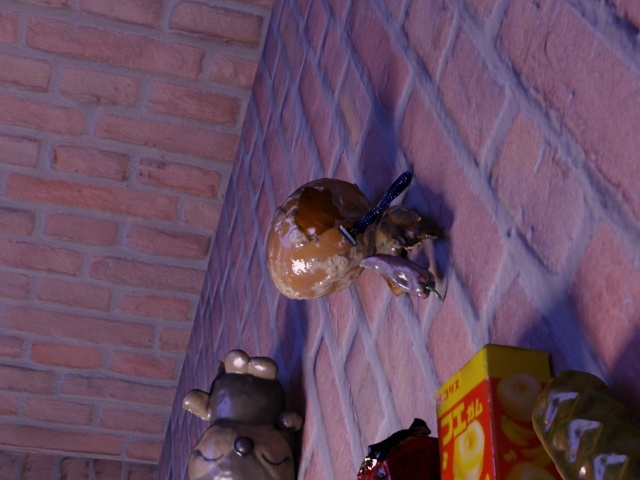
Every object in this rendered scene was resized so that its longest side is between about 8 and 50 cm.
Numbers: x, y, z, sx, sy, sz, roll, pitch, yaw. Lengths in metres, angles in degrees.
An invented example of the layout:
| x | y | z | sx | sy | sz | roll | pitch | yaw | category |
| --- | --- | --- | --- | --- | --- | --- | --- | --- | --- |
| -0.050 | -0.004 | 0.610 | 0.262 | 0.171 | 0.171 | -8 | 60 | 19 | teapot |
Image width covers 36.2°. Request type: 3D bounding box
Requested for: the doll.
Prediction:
| x | y | z | sx | sy | sz | roll | pitch | yaw | category |
| --- | --- | --- | --- | --- | --- | --- | --- | --- | --- |
| -0.145 | 0.458 | 2.111 | 0.378 | 0.252 | 0.382 | 56 | -143 | -63 | doll |

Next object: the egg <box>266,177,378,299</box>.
| x | y | z | sx | sy | sz | roll | pitch | yaw | category |
| --- | --- | --- | --- | --- | --- | --- | --- | --- | --- |
| 0.000 | 0.000 | 1.750 | 0.233 | 0.195 | 0.195 | -47 | 22 | 7 | egg |

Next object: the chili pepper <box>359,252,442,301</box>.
| x | y | z | sx | sy | sz | roll | pitch | yaw | category |
| --- | --- | --- | --- | --- | --- | --- | --- | --- | --- |
| 0.122 | 0.050 | 1.458 | 0.153 | 0.041 | 0.050 | 26 | 114 | 41 | chili pepper |

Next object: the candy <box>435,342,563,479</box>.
| x | y | z | sx | sy | sz | roll | pitch | yaw | category |
| --- | --- | --- | --- | --- | --- | --- | --- | --- | --- |
| 0.197 | 0.268 | 1.072 | 0.146 | 0.088 | 0.276 | 118 | 156 | -54 | candy |

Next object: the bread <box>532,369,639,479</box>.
| x | y | z | sx | sy | sz | roll | pitch | yaw | category |
| --- | --- | --- | --- | --- | --- | --- | --- | --- | --- |
| 0.263 | 0.207 | 0.865 | 0.087 | 0.098 | 0.269 | -35 | 25 | 5 | bread |

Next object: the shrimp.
| x | y | z | sx | sy | sz | roll | pitch | yaw | category |
| --- | --- | --- | --- | --- | --- | --- | --- | --- | --- |
| 0.126 | 0.021 | 1.545 | 0.254 | 0.059 | 0.145 | -141 | 59 | -73 | shrimp |

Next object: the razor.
| x | y | z | sx | sy | sz | roll | pitch | yaw | category |
| --- | --- | --- | --- | --- | --- | --- | --- | --- | --- |
| 0.097 | -0.058 | 1.646 | 0.154 | 0.044 | 0.028 | -46 | -17 | 7 | razor |

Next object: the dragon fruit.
| x | y | z | sx | sy | sz | roll | pitch | yaw | category |
| --- | --- | --- | --- | --- | --- | --- | --- | --- | --- |
| 0.114 | 0.317 | 1.217 | 0.172 | 0.160 | 0.166 | 100 | -171 | -56 | dragon fruit |
